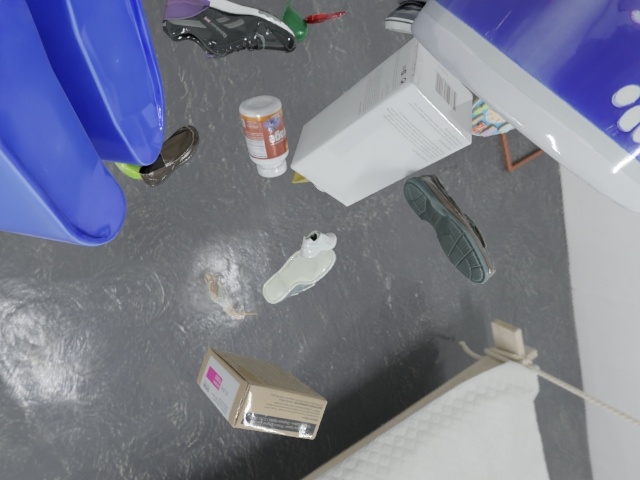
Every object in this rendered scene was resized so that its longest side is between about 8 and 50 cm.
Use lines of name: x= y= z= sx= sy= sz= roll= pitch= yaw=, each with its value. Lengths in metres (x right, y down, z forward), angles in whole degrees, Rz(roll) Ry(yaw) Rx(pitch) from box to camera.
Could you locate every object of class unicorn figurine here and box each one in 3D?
unicorn figurine: x=-0.260 y=0.156 z=1.113 sx=0.060 sy=0.111 sz=0.162 roll=-39 pitch=146 yaw=10

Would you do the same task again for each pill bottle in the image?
pill bottle: x=-0.159 y=-0.302 z=1.210 sx=0.121 sy=0.121 sz=0.216 roll=-24 pitch=134 yaw=-18

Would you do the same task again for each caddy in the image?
caddy: x=-0.281 y=-0.144 z=0.369 sx=0.179 sy=0.341 sz=0.242 roll=13 pitch=60 yaw=-1

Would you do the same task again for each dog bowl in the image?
dog bowl: x=0.215 y=-0.153 z=0.360 sx=0.264 sy=0.265 sz=0.104 roll=21 pitch=126 yaw=-26

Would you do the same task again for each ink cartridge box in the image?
ink cartridge box: x=-0.132 y=0.320 z=0.873 sx=0.193 sy=0.234 sz=0.088 roll=25 pitch=81 yaw=-31

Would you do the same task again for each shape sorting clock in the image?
shape sorting clock: x=0.426 y=-0.300 z=0.919 sx=0.206 sy=0.206 sz=0.041 roll=-1 pitch=69 yaw=-24

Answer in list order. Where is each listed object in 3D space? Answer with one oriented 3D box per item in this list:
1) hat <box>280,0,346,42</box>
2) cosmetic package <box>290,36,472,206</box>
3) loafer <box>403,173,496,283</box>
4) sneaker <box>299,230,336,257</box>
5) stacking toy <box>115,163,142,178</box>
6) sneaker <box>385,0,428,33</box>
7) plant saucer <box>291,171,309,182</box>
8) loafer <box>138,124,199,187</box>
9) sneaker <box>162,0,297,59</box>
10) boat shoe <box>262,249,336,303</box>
hat: x=-0.053 y=-0.697 z=1.390 sx=0.183 sy=0.208 sz=0.173 roll=20 pitch=92 yaw=-15
cosmetic package: x=0.125 y=-0.238 z=0.917 sx=0.196 sy=0.365 sz=0.155 roll=32 pitch=56 yaw=-30
loafer: x=0.282 y=-0.038 z=0.855 sx=0.084 sy=0.096 sz=0.268 roll=-24 pitch=67 yaw=-20
sneaker: x=0.000 y=0.000 z=1.172 sx=0.152 sy=0.053 sz=0.061 roll=-28 pitch=130 yaw=-50
stacking toy: x=-0.723 y=-0.318 z=1.464 sx=0.130 sy=0.280 sz=0.309 roll=-36 pitch=113 yaw=18
sneaker: x=0.271 y=-0.640 z=1.135 sx=0.321 sy=0.126 sz=0.128 roll=-43 pitch=148 yaw=-52
plant saucer: x=0.080 y=-0.292 z=1.485 sx=0.332 sy=0.333 sz=0.081 roll=-14 pitch=96 yaw=14
loafer: x=-0.438 y=-0.247 z=1.187 sx=0.080 sy=0.078 sz=0.220 roll=39 pitch=88 yaw=10
sneaker: x=-0.197 y=-0.443 z=0.897 sx=0.283 sy=0.107 sz=0.124 roll=16 pitch=92 yaw=-10
boat shoe: x=-0.061 y=0.108 z=1.374 sx=0.099 sy=0.319 sz=0.116 roll=-9 pitch=66 yaw=-58
